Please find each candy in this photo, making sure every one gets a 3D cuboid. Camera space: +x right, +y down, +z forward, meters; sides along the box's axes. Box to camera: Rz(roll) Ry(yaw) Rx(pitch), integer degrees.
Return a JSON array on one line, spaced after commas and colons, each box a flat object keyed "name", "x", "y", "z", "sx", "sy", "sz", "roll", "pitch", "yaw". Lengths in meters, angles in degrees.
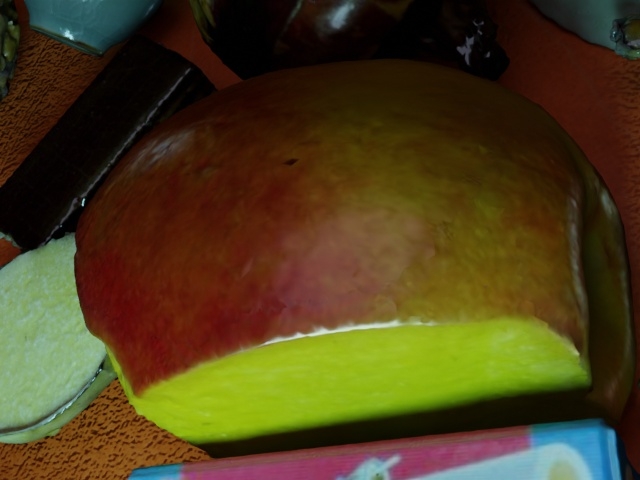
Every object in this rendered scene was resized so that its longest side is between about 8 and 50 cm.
[{"name": "candy", "x": 0.044, "y": 0.190, "z": 0.622, "sx": 0.306, "sy": 0.157, "sz": 0.100, "roll": -12, "pitch": 58, "yaw": 20}]

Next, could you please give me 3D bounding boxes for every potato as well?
[{"name": "potato", "x": -0.226, "y": 0.087, "z": 0.872, "sx": 0.200, "sy": 0.081, "sz": 0.164, "roll": -37, "pitch": 60, "yaw": 7}]

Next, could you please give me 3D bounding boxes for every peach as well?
[{"name": "peach", "x": 0.000, "y": 0.000, "z": 0.697, "sx": 0.380, "sy": 0.242, "sz": 0.306, "roll": -13, "pitch": 46, "yaw": 26}]

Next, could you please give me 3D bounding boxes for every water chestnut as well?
[{"name": "water chestnut", "x": 0.044, "y": -0.234, "z": 0.820, "sx": 0.300, "sy": 0.300, "sz": 0.300, "roll": -13, "pitch": 57, "yaw": 20}]

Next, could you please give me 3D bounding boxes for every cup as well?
[{"name": "cup", "x": -0.233, "y": -0.271, "z": 1.040, "sx": 0.199, "sy": 0.199, "sz": 0.150, "roll": 23, "pitch": 93, "yaw": 35}]

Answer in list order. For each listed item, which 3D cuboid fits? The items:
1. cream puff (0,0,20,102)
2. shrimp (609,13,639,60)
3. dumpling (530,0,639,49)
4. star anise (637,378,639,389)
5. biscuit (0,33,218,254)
[{"name": "cream puff", "x": -0.439, "y": -0.229, "z": 1.058, "sx": 0.343, "sy": 0.231, "sz": 0.327, "roll": -50, "pitch": 55, "yaw": 51}, {"name": "shrimp", "x": 0.258, "y": -0.090, "z": 0.723, "sx": 0.166, "sy": 0.049, "sz": 0.161, "roll": 37, "pitch": 83, "yaw": 21}, {"name": "dumpling", "x": 0.246, "y": -0.342, "z": 0.795, "sx": 0.270, "sy": 0.212, "sz": 0.320, "roll": 20, "pitch": 72, "yaw": 31}, {"name": "star anise", "x": 0.335, "y": -0.013, "z": 0.606, "sx": 0.349, "sy": 0.109, "sz": 0.292, "roll": -42, "pitch": 77, "yaw": -3}, {"name": "biscuit", "x": -0.205, "y": -0.074, "z": 0.959, "sx": 0.106, "sy": 0.070, "sz": 0.252, "roll": 32, "pitch": 79, "yaw": 37}]
